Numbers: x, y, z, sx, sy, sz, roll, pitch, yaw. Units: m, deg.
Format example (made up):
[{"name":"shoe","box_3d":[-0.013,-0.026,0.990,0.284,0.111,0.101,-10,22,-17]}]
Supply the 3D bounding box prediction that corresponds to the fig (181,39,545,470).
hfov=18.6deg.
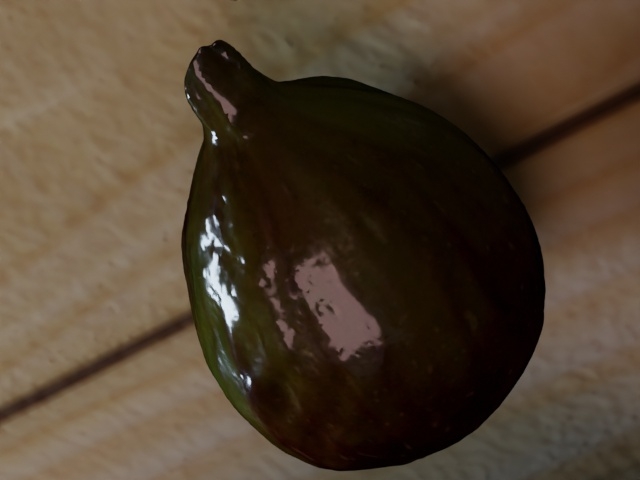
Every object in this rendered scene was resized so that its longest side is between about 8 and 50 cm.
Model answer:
[{"name":"fig","box_3d":[0.000,0.000,0.582,0.109,0.103,0.154,-38,124,8]}]
